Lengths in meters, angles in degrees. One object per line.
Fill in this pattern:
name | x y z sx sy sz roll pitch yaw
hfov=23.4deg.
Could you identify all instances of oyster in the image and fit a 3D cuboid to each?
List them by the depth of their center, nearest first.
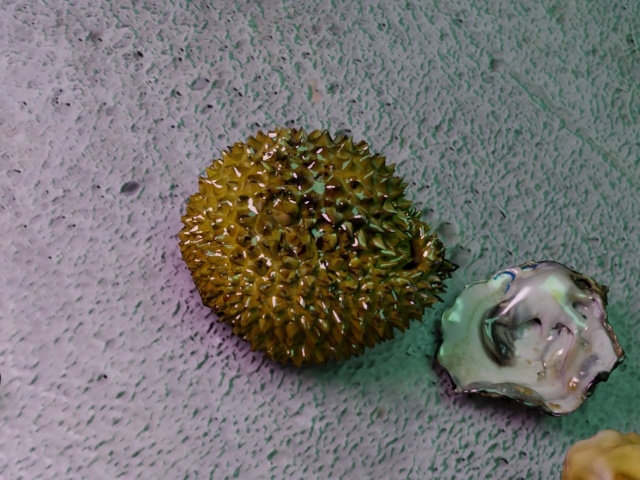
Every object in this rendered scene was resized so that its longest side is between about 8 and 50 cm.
oyster | 0.242 0.117 1.819 0.223 0.083 0.214 5 49 -3

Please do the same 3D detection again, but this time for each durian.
durian | -0.004 0.007 1.674 0.293 0.258 0.258 39 51 -14

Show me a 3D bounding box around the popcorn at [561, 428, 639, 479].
popcorn | 0.362 0.382 1.573 0.390 0.354 0.344 48 11 -48
